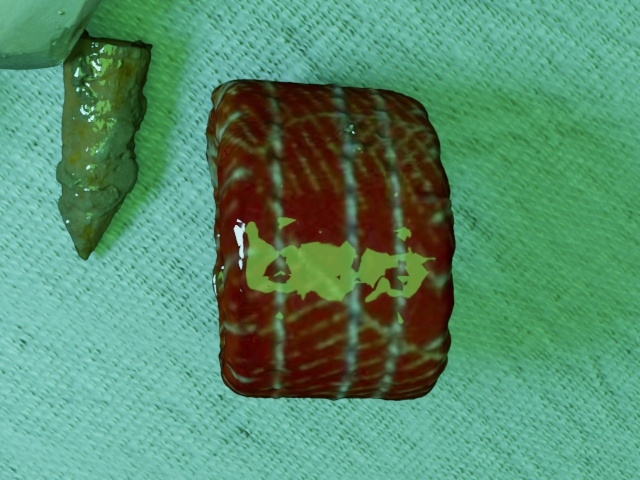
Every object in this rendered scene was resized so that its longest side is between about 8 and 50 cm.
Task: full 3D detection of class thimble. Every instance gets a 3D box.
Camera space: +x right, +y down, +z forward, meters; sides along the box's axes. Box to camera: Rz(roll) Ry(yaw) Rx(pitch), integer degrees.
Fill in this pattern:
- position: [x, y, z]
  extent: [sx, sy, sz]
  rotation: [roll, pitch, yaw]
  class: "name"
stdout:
- position: [0.000, 0.000, 1.254]
  extent: [0.231, 0.350, 0.350]
  rotation: [-1, 102, -7]
  class: "thimble"

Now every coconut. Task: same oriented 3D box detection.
- position: [-0.322, -0.270, 1.206]
  extent: [0.241, 0.241, 0.241]
  rotation: [-1, 102, -7]
  class: "coconut"

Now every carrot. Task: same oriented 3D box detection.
- position: [-0.247, -0.101, 1.336]
  extent: [0.102, 0.102, 0.263]
  rotation: [8, 107, -9]
  class: "carrot"
